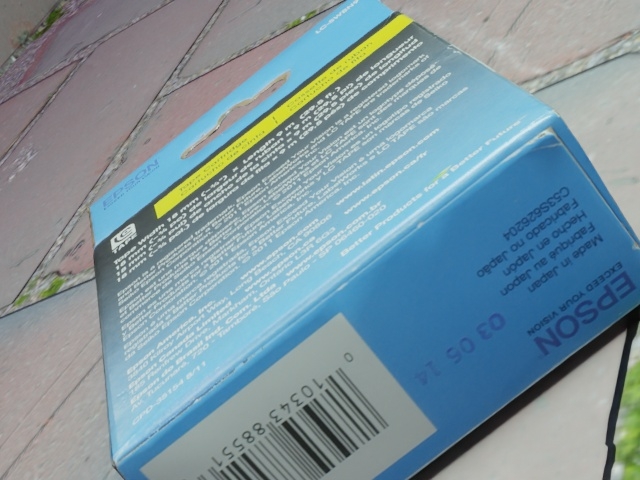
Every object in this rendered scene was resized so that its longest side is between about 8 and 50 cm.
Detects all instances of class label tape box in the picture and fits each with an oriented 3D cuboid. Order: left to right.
[{"bbox_3d":[0.000,0.000,0.686,0.240,0.106,0.334,-38,23,3],"label":"label tape box"}]
